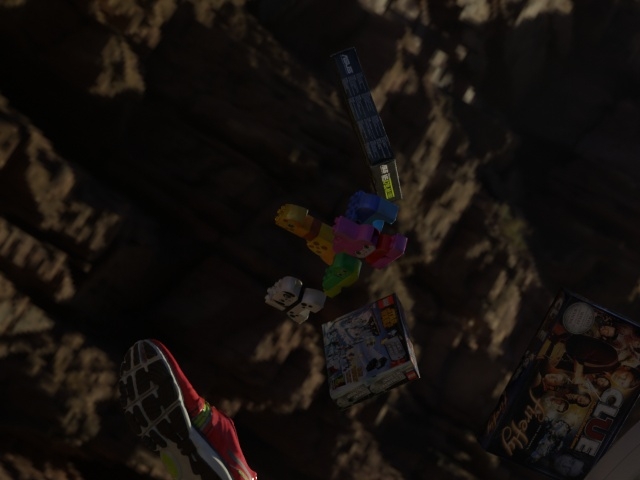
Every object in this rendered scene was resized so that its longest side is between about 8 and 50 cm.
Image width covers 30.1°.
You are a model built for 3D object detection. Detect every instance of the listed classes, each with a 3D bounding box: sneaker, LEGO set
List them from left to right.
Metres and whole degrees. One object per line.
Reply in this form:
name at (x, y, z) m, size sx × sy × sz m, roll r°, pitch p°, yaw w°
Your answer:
sneaker at (-0.186, 0.260, 1.691) m, size 0.107 × 0.118 × 0.279 m, roll -27°, pitch -86°, yaw 31°
LEGO set at (0.000, 0.000, 1.270) m, size 0.093 × 0.087 × 0.227 m, roll 27°, pitch -33°, yaw -17°

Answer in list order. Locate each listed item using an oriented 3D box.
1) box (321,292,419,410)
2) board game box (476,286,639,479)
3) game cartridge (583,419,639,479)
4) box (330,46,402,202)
box at (0.052, 0.119, 1.291) m, size 0.027 × 0.094 × 0.137 m, roll 60°, pitch 11°, yaw -27°
board game box at (0.343, 0.204, 1.617) m, size 0.165 × 0.243 × 0.042 m, roll 24°, pitch 11°, yaw -15°
game cartridge at (0.377, 0.242, 1.200) m, size 0.196 × 0.294 × 0.060 m, roll 15°, pitch 37°, yaw -27°
box at (0.071, -0.167, 1.784) m, size 0.184 × 0.045 × 0.190 m, roll 72°, pitch 0°, yaw -71°
